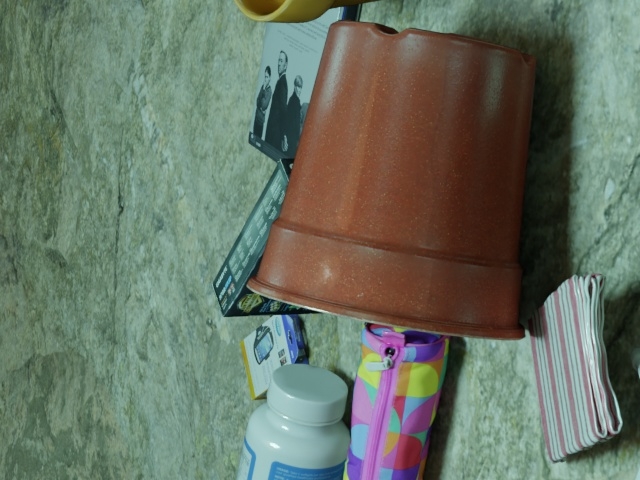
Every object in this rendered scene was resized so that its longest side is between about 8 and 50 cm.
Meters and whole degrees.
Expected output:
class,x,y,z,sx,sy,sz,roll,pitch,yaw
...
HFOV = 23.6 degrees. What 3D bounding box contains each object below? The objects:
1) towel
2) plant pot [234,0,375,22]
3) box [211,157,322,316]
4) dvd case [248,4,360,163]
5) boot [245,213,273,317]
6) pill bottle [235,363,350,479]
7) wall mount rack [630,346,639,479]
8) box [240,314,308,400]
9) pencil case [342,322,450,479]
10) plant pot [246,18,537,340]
class,x,y,z,sx,sy,sz,roll,pitch,yaw
towel,0.227,0.118,1.372,0.197,0.029,0.144,110,156,-74
plant pot,0.022,-0.327,1.607,0.205,0.187,0.205,3,93,59
box,0.000,0.000,1.673,0.220,0.175,0.051,-59,42,44
dvd case,-0.022,-0.204,1.850,0.179,0.029,0.239,38,123,54
boot,-0.063,0.030,1.922,0.106,0.037,0.114,102,153,-47
pill bottle,-0.032,0.262,1.792,0.124,0.124,0.222,44,128,51
wall mount rack,0.283,0.233,1.217,0.304,0.130,0.350,30,107,53
box,-0.055,0.141,1.924,0.136,0.028,0.081,-38,59,52
pencil case,0.073,0.190,1.622,0.104,0.104,0.236,35,124,55
plant pot,0.084,-0.062,1.462,0.272,0.272,0.265,16,98,59
